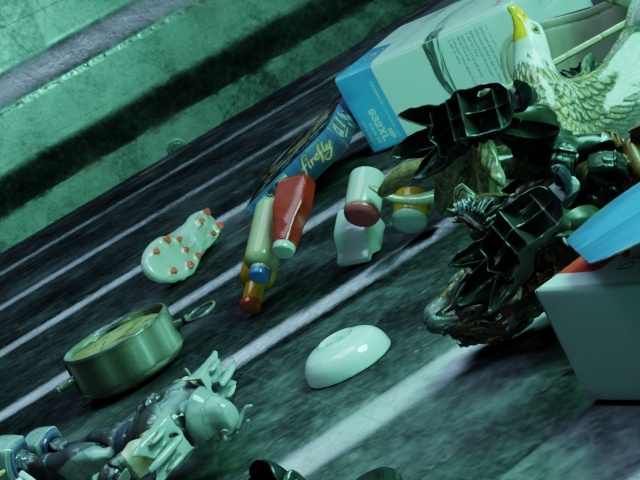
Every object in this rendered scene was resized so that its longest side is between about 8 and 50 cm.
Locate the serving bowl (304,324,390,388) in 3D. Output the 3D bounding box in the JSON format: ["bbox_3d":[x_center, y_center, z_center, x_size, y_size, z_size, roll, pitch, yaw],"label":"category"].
[{"bbox_3d":[0.020,0.098,1.482,0.083,0.027,0.083,-28,11,6],"label":"serving bowl"}]

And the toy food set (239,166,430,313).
[{"bbox_3d":[0.000,0.000,1.797,0.232,0.111,0.105,-10,50,28],"label":"toy food set"}]

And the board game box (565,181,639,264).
[{"bbox_3d":[0.224,-0.015,1.038,0.133,0.033,0.169,-33,6,4],"label":"board game box"}]

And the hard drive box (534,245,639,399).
[{"bbox_3d":[0.282,0.020,1.052,0.181,0.089,0.232,-34,12,-28],"label":"hard drive box"}]

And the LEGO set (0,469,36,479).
[{"bbox_3d":[-0.224,0.240,1.234,0.107,0.132,0.287,-42,22,-20],"label":"LEGO set"}]

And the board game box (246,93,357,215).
[{"bbox_3d":[-0.019,-0.119,2.364,0.165,0.042,0.243,-44,7,16],"label":"board game box"}]

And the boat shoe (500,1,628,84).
[{"bbox_3d":[0.353,-0.223,1.885,0.096,0.117,0.324,-19,9,-41],"label":"boat shoe"}]

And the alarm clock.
[{"bbox_3d":[-0.197,0.116,1.830,0.192,0.064,0.129,-29,11,8],"label":"alarm clock"}]

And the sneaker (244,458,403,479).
[{"bbox_3d":[-0.013,0.173,1.080,0.051,0.089,0.170,-16,17,46],"label":"sneaker"}]

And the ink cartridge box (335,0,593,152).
[{"bbox_3d":[0.211,-0.262,2.340,0.307,0.129,0.223,-19,14,39],"label":"ink cartridge box"}]

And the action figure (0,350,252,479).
[{"bbox_3d":[-0.173,0.180,1.432,0.285,0.099,0.185,-17,9,31],"label":"action figure"}]

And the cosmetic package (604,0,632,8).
[{"bbox_3d":[0.404,-0.304,1.696,0.296,0.153,0.129,25,48,37],"label":"cosmetic package"}]

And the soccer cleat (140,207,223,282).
[{"bbox_3d":[-0.196,0.019,2.270,0.076,0.068,0.196,-39,3,30],"label":"soccer cleat"}]

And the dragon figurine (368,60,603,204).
[{"bbox_3d":[0.194,-0.097,1.771,0.289,0.085,0.144,-27,11,4],"label":"dragon figurine"}]

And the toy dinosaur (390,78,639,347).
[{"bbox_3d":[0.178,-0.036,1.226,0.218,0.164,0.322,9,-63,-44],"label":"toy dinosaur"}]

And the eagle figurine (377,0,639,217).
[{"bbox_3d":[0.231,-0.116,1.491,0.298,0.225,0.226,-15,25,-35],"label":"eagle figurine"}]

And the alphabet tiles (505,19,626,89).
[{"bbox_3d":[0.200,-0.160,1.714,0.237,0.009,0.198,-29,2,-3],"label":"alphabet tiles"}]
